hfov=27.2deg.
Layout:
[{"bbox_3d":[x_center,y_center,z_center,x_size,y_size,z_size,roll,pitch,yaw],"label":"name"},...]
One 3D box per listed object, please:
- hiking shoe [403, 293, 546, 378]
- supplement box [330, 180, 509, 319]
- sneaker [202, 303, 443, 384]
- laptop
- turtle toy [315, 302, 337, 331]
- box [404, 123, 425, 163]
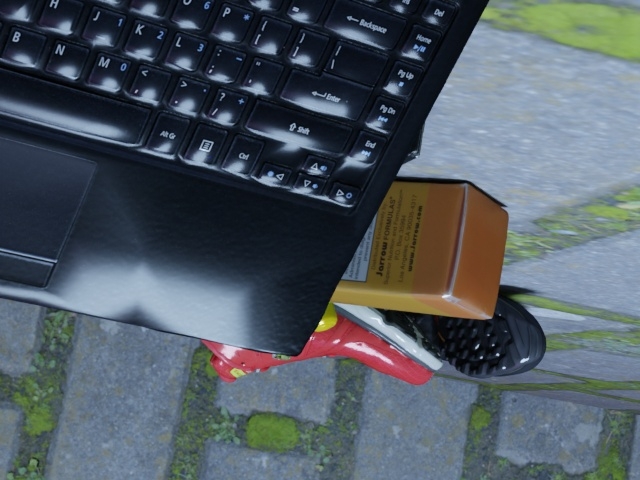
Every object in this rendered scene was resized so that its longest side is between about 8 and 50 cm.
[{"bbox_3d":[0.167,0.085,1.284,0.114,0.086,0.227,-1,-178,-24],"label":"hiking shoe"},{"bbox_3d":[0.000,0.000,0.873,0.233,0.080,0.078,3,168,30],"label":"supplement box"},{"bbox_3d":[-0.038,0.066,1.073,0.279,0.118,0.107,22,-170,-8],"label":"sneaker"},{"bbox_3d":[-0.036,-0.058,0.335,0.234,0.264,0.136,15,-153,-27],"label":"laptop"},{"bbox_3d":[-0.012,0.017,0.979,0.130,0.095,0.066,-9,158,-24],"label":"turtle toy"},{"bbox_3d":[-0.066,-0.064,0.639,0.191,0.045,0.184,13,168,-16],"label":"box"}]
